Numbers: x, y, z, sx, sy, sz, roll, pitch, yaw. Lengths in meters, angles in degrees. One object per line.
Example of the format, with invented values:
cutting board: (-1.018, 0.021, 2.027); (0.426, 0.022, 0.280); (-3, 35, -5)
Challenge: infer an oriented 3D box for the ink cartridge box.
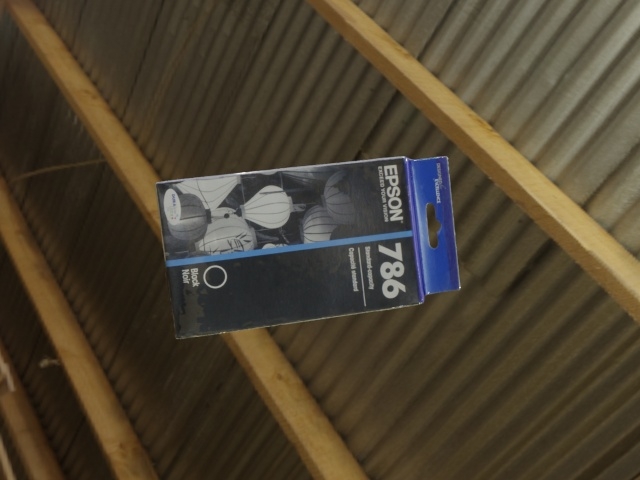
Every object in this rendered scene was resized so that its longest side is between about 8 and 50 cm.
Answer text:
ink cartridge box: (0.000, 0.000, 0.704); (0.065, 0.333, 0.165); (-173, -105, -79)
